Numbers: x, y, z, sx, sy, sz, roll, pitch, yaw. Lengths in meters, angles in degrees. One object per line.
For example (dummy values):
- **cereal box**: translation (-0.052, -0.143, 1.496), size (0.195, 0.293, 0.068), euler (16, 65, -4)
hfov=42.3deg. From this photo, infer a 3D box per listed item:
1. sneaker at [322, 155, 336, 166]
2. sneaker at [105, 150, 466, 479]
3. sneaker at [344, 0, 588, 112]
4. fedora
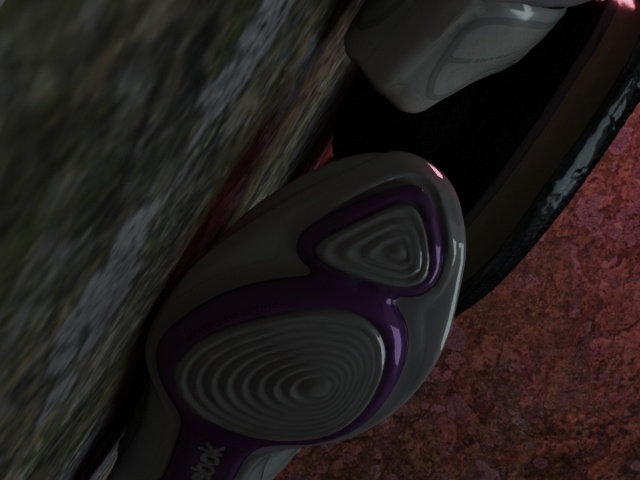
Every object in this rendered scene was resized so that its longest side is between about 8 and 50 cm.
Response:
- **sneaker**: translation (0.000, 0.000, 0.790), size (0.185, 0.069, 0.084), euler (-57, 174, 12)
- **sneaker**: translation (-0.036, 0.054, 0.431), size (0.305, 0.114, 0.152), euler (-53, -165, 36)
- **sneaker**: translation (0.098, -0.150, 0.404), size (0.118, 0.110, 0.292), euler (-49, 177, 39)
- **fedora**: translation (0.106, -0.095, 0.608), size (0.334, 0.152, 0.334), euler (-58, 179, -2)
